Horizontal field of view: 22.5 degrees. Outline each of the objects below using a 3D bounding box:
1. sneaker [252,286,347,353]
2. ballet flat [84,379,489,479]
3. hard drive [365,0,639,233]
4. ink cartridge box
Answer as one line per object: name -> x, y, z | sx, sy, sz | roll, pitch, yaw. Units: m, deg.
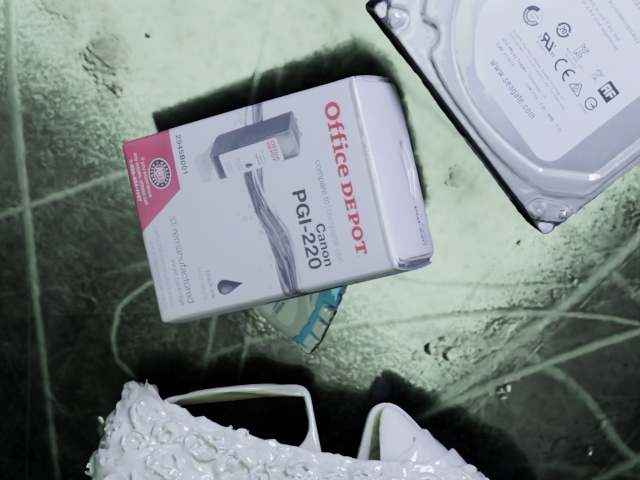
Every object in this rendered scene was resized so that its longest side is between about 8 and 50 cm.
sneaker -> 0.000, 0.000, 1.369 | 0.083, 0.071, 0.191 | 28, 104, 2
ballet flat -> 0.003, 0.194, 1.391 | 0.409, 0.147, 0.147 | 9, 104, 0
hard drive -> 0.238, -0.198, 1.277 | 0.339, 0.064, 0.237 | -38, 103, 1
ink cartridge box -> -0.034, -0.031, 1.305 | 0.218, 0.092, 0.159 | -14, 88, 22
